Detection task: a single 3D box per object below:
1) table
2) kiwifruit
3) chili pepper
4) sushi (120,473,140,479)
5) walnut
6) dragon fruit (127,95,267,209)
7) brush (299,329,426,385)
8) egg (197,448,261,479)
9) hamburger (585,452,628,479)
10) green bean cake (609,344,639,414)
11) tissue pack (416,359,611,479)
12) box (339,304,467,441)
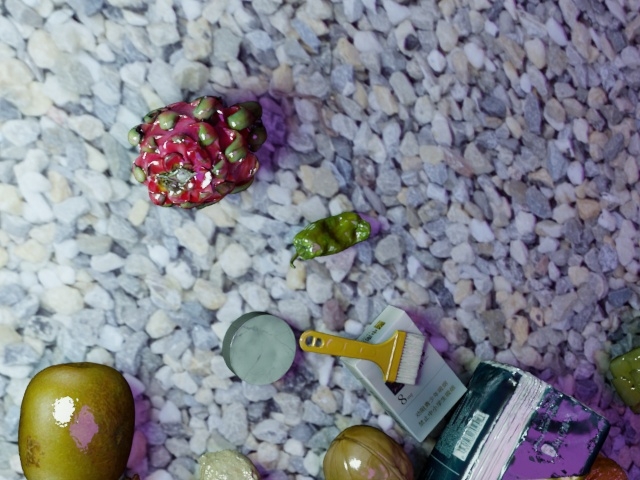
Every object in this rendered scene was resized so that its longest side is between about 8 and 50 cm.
[{"bbox_3d":[-0.114,0.199,1.837,0.133,0.043,0.133,-4,99,-27],"label":"table"},{"bbox_3d":[-0.401,0.317,1.624,0.196,0.196,0.234,8,92,-28],"label":"kiwifruit"},{"bbox_3d":[0.000,-0.002,1.852,0.204,0.073,0.072,-19,88,-35],"label":"chili pepper"},{"bbox_3d":[-0.357,0.457,1.741,0.118,0.061,0.060,-53,128,-9],"label":"sushi"},{"bbox_3d":[0.095,0.453,1.917,0.167,0.167,0.207,-43,115,-15],"label":"walnut"},{"bbox_3d":[-0.186,-0.153,1.659,0.273,0.198,0.218,-21,132,-22],"label":"dragon fruit"},{"bbox_3d":[0.080,0.209,1.881,0.272,0.013,0.103,14,90,-27],"label":"brush"},{"bbox_3d":[-0.165,0.449,1.808,0.118,0.116,0.140,-18,78,-2],"label":"egg"},{"bbox_3d":[0.551,0.610,2.167,0.290,0.170,0.314,-9,103,-23],"label":"hamburger"},{"bbox_3d":[0.840,0.279,2.241,0.310,0.285,0.202,-23,83,-46],"label":"green bean cake"},{"bbox_3d":[0.352,0.475,1.974,0.253,0.264,0.416,31,83,-6],"label":"tissue pack"},{"bbox_3d":[0.169,0.267,1.980,0.155,0.067,0.243,-45,115,-16],"label":"box"}]
